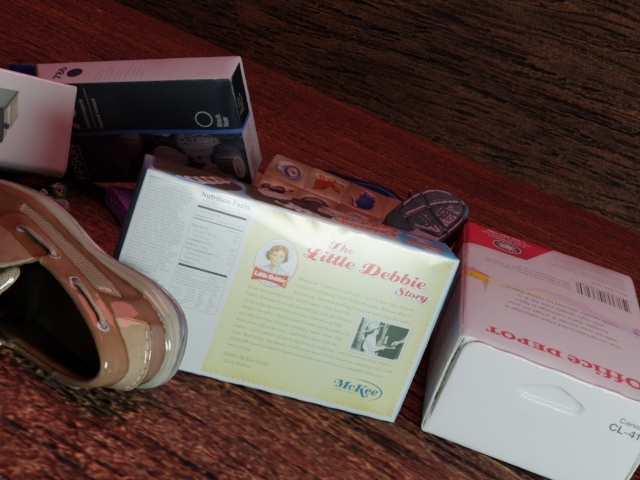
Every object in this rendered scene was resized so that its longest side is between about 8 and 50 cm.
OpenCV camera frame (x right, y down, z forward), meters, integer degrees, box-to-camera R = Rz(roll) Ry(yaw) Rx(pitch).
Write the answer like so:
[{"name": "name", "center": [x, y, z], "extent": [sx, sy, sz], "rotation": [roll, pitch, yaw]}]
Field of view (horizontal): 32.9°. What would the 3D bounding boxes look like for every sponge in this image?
[{"name": "sponge", "center": [-0.178, -0.024, 1.462], "extent": [0.210, 0.031, 0.117], "rotation": [10, 18, -33]}]

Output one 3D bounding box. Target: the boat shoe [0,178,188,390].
[{"name": "boat shoe", "center": [-0.270, 0.033, 0.976], "extent": [0.324, 0.123, 0.116], "rotation": [26, 18, 24]}]

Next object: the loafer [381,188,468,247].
[{"name": "loafer", "center": [0.067, 0.042, 1.326], "extent": [0.302, 0.095, 0.109], "rotation": [-31, 54, -31]}]

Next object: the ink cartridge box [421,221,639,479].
[{"name": "ink cartridge box", "center": [0.242, 0.121, 1.222], "extent": [0.226, 0.131, 0.306], "rotation": [20, 27, 1]}]

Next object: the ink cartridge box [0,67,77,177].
[{"name": "ink cartridge box", "center": [-0.454, -0.153, 1.287], "extent": [0.273, 0.115, 0.198], "rotation": [10, -2, -32]}]

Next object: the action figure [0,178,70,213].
[{"name": "action figure", "center": [-0.353, -0.042, 1.247], "extent": [0.137, 0.063, 0.232], "rotation": [20, 11, 10]}]

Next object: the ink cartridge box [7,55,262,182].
[{"name": "ink cartridge box", "center": [-0.255, -0.157, 1.445], "extent": [0.332, 0.165, 0.065], "rotation": [0, 40, 14]}]

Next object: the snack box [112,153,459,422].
[{"name": "snack box", "center": [-0.044, 0.052, 1.066], "extent": [0.322, 0.187, 0.060], "rotation": [17, 15, -16]}]

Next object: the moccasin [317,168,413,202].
[{"name": "moccasin", "center": [0.083, -0.037, 1.654], "extent": [0.117, 0.138, 0.342], "rotation": [13, 17, -41]}]

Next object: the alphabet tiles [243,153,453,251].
[{"name": "alphabet tiles", "center": [0.000, 0.000, 1.428], "extent": [0.342, 0.011, 0.285], "rotation": [21, 39, 5]}]
